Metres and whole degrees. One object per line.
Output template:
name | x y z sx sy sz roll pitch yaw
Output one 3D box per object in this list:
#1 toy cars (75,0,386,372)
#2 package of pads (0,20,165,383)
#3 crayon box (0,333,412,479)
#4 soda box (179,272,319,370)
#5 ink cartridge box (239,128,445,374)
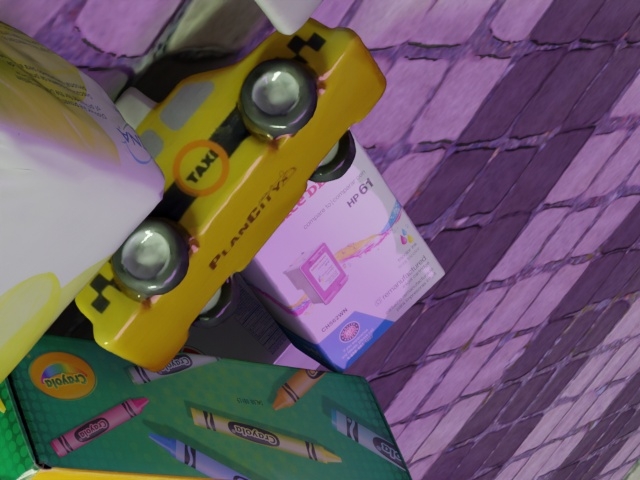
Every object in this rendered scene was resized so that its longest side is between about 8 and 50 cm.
toy cars | -0.025 -0.111 0.886 0.176 0.087 0.393 -32 153 -48
package of pads | -0.202 0.005 0.715 0.229 0.101 0.296 -47 161 7
crayon box | -0.103 0.135 1.043 0.278 0.081 0.165 12 136 -48
soda box | -0.090 0.117 1.211 0.216 0.069 0.074 -49 160 9
ink cartridge box | 0.000 0.000 1.105 0.088 0.052 0.122 -44 125 -11
